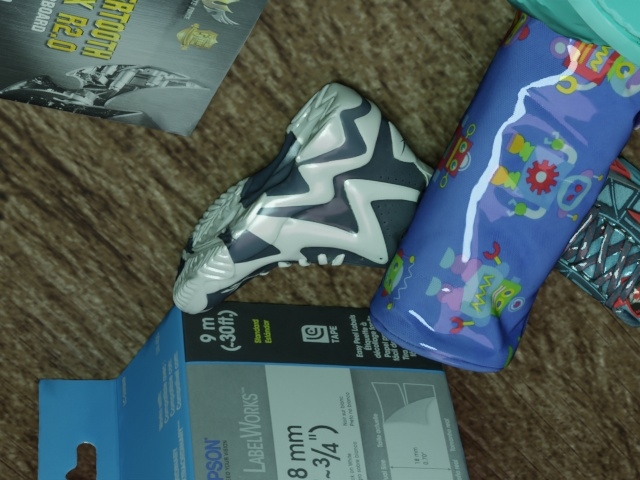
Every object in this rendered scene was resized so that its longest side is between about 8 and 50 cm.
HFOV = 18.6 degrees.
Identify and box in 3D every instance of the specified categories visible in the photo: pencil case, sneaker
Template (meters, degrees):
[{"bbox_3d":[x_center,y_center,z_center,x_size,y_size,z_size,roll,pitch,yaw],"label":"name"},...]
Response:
[{"bbox_3d":[0.153,-0.045,1.475,0.133,0.119,0.306,22,103,-18],"label":"pencil case"},{"bbox_3d":[0.253,0.007,1.579,0.262,0.125,0.104,18,124,-21],"label":"sneaker"},{"bbox_3d":[0.000,0.000,1.558,0.153,0.094,0.235,34,108,-20],"label":"sneaker"}]

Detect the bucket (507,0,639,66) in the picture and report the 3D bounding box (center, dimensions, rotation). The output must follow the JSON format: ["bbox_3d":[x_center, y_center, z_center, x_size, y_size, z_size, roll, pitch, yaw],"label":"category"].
[{"bbox_3d":[0.237,-0.242,1.276,0.281,0.183,0.281,-2,102,-11],"label":"bucket"}]

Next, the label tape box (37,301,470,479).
[{"bbox_3d":[-0.060,0.164,1.589,0.334,0.240,0.106,3,129,-10],"label":"label tape box"}]

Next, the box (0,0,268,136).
[{"bbox_3d":[-0.147,-0.164,1.373,0.183,0.056,0.231,12,152,-16],"label":"box"}]
